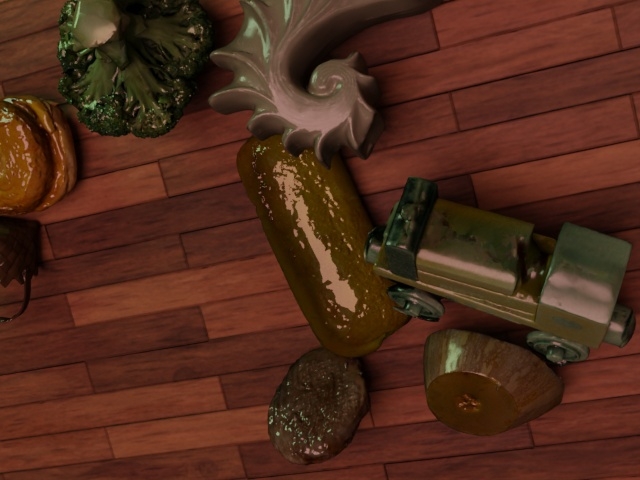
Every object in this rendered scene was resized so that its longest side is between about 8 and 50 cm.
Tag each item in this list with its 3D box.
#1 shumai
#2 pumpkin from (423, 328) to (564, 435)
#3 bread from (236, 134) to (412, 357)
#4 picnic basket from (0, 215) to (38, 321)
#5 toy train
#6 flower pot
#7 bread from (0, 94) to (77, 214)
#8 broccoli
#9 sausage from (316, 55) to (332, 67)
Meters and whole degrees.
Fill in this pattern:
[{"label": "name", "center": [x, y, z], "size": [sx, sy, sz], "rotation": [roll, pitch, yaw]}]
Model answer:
[{"label": "shumai", "center": [0.003, 0.281, 1.781], "size": [0.161, 0.209, 0.153], "rotation": [-2, 136, 7]}, {"label": "pumpkin", "center": [0.233, 0.221, 1.638], "size": [0.217, 0.110, 0.217], "rotation": [24, 147, 17]}, {"label": "bread", "center": [0.000, 0.000, 1.722], "size": [0.166, 0.112, 0.383], "rotation": [-24, 94, 24]}, {"label": "picnic basket", "center": [-0.552, 0.054, 1.924], "size": [0.128, 0.138, 0.178], "rotation": [16, 107, 18]}, {"label": "toy train", "center": [0.244, 0.041, 1.553], "size": [0.397, 0.253, 0.160], "rotation": [18, 74, 14]}, {"label": "flower pot", "center": [0.013, -0.298, 1.597], "size": [0.254, 0.164, 0.367], "rotation": [26, 91, 11]}, {"label": "bread", "center": [-0.519, -0.139, 1.873], "size": [0.236, 0.120, 0.198], "rotation": [-3, 104, 21]}, {"label": "broccoli", "center": [-0.280, -0.283, 1.669], "size": [0.270, 0.270, 0.270], "rotation": [-1, 84, 9]}, {"label": "sausage", "center": [0.025, -0.211, 1.702], "size": [0.030, 0.035, 0.147], "rotation": [-22, 94, -10]}]
